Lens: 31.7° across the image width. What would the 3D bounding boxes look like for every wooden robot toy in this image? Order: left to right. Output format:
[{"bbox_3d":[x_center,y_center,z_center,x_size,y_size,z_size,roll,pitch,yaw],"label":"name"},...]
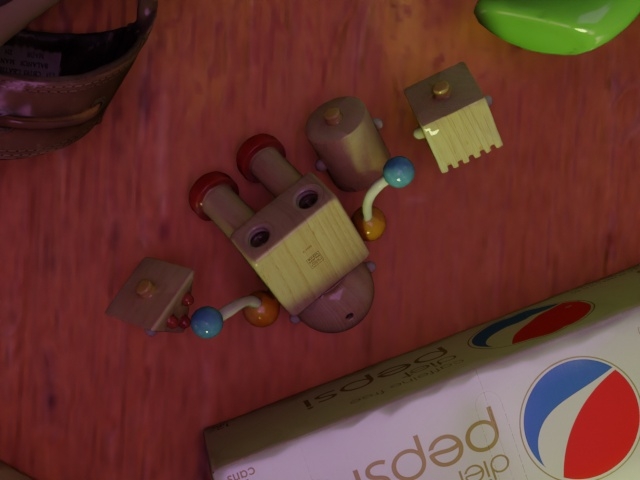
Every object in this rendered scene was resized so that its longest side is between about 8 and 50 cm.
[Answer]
[{"bbox_3d":[0.000,0.000,0.468,0.173,0.076,0.079,-38,133,-5],"label":"wooden robot toy"}]

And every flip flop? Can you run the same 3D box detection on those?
[{"bbox_3d":[-0.129,-0.060,0.421,0.277,0.112,0.080,-40,124,-7],"label":"flip flop"}]

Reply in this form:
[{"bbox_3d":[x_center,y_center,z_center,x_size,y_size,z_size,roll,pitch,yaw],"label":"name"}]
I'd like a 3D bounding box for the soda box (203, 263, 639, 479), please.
[{"bbox_3d":[0.065,0.078,0.464,0.216,0.074,0.069,-21,96,-7],"label":"soda box"}]

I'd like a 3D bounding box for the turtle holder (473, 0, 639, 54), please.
[{"bbox_3d":[0.152,-0.202,0.381,0.320,0.243,0.227,24,73,0],"label":"turtle holder"}]

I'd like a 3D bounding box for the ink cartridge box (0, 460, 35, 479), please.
[{"bbox_3d":[-0.152,0.237,0.421,0.197,0.114,0.273,32,87,-9],"label":"ink cartridge box"}]
